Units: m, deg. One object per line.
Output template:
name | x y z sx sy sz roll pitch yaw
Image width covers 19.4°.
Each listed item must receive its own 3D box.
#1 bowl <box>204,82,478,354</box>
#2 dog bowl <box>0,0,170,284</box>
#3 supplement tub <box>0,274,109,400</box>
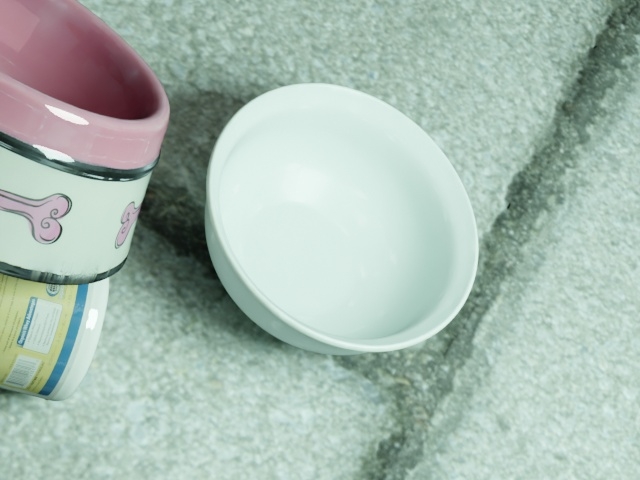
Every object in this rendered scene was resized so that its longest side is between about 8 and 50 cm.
bowl | 0.000 0.000 1.887 0.298 0.134 0.298 13 58 -22
dog bowl | -0.311 -0.143 1.657 0.408 0.150 0.408 31 17 -11
supplement tub | -0.305 0.055 1.687 0.199 0.144 0.144 17 58 -20
